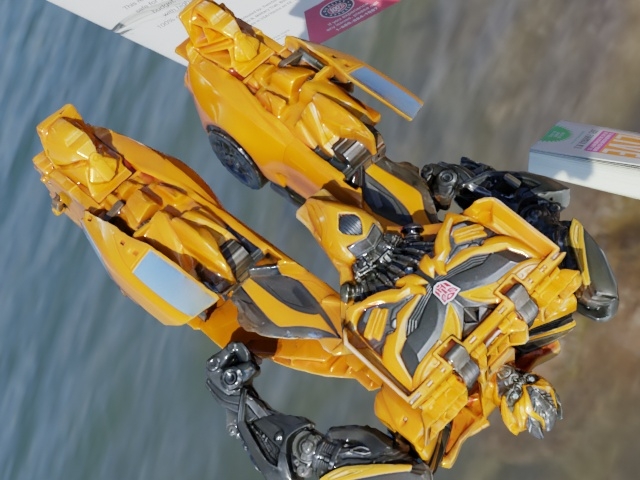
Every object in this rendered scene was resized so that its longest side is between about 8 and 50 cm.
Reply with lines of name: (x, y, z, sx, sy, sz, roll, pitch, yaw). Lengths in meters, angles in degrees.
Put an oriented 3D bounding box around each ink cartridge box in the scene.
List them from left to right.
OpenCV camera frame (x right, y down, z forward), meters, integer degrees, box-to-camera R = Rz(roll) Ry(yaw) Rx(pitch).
ink cartridge box: (-0.080, -0.216, 0.975, 0.172, 0.237, 0.100, -24, 65, 29)

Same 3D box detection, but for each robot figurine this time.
robot figurine: (0.000, 0.000, 0.676, 0.291, 0.085, 0.211, 36, 69, 28)

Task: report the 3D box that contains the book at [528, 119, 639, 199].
book: (0.271, -0.073, 1.223, 0.096, 0.144, 0.035, -40, -43, -54)
